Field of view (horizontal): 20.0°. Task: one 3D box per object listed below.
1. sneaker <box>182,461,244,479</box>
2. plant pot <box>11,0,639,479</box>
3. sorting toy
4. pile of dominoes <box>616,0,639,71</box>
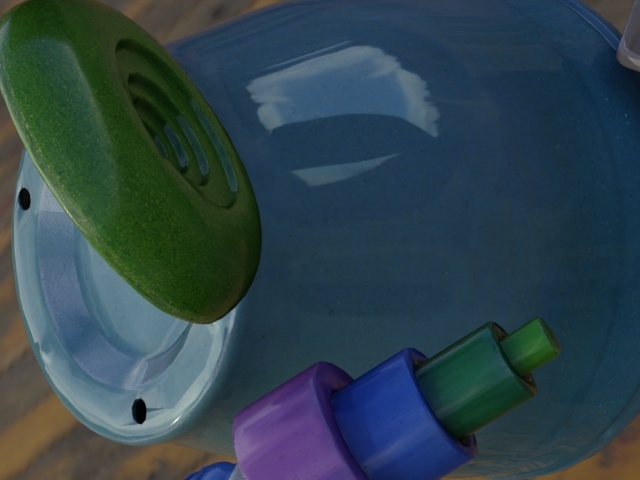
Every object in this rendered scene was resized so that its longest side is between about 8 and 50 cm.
[{"bbox_3d":[-0.101,0.115,0.677,0.152,0.084,0.058,-41,6,15],"label":"sneaker"},{"bbox_3d":[0.000,0.000,0.901,0.272,0.255,0.271,5,96,48],"label":"plant pot"},{"bbox_3d":[-0.036,-0.076,0.609,0.126,0.127,0.365,-33,81,15],"label":"sorting toy"},{"bbox_3d":[0.270,-0.060,0.899,0.251,0.196,0.040,39,137,25],"label":"pile of dominoes"}]
